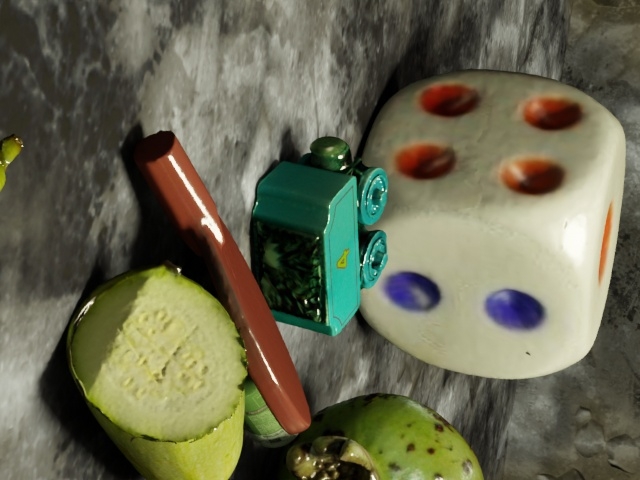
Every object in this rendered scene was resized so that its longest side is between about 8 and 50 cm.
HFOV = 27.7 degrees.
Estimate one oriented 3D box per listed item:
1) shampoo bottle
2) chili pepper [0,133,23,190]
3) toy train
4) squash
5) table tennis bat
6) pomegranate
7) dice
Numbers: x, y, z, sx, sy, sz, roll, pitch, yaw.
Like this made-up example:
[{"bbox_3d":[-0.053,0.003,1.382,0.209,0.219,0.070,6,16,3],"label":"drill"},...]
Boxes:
[{"bbox_3d":[-0.069,0.145,1.257,0.204,0.065,0.065,66,38,-61],"label":"shampoo bottle"},{"bbox_3d":[-0.224,-0.003,0.733,0.049,0.043,0.208,67,22,-15],"label":"chili pepper"},{"bbox_3d":[0.000,0.000,1.333,0.154,0.107,0.198,-46,142,-49],"label":"toy train"},{"bbox_3d":[-0.106,0.155,1.043,0.287,0.137,0.137,80,26,-52],"label":"squash"},{"bbox_3d":[-0.072,0.036,1.086,0.200,0.038,0.310,-113,177,-52],"label":"table tennis bat"},{"bbox_3d":[0.033,0.282,1.417,0.306,0.242,0.242,8,92,-49],"label":"pomegranate"},{"bbox_3d":[0.218,-0.020,1.665,0.304,0.304,0.277,80,27,-47],"label":"dice"}]
